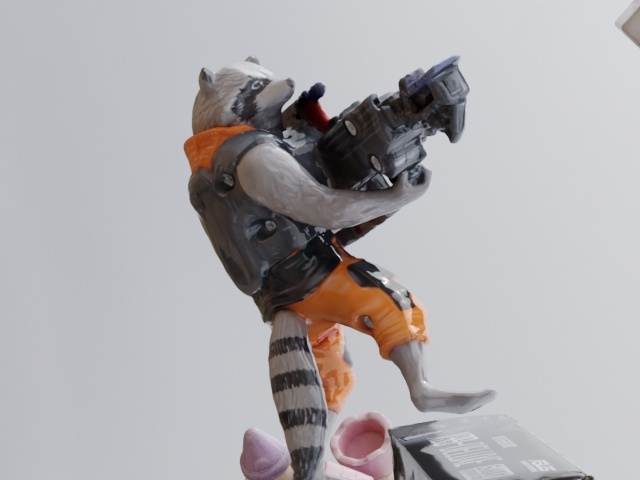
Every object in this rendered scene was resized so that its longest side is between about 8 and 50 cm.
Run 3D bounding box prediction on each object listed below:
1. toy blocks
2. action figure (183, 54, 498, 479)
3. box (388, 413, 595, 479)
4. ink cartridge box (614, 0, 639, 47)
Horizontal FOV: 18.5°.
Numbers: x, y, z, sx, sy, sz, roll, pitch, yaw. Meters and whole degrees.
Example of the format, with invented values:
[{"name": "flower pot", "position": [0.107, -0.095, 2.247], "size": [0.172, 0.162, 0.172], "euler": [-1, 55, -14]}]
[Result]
[{"name": "toy blocks", "position": [0.057, 0.283, 1.876], "size": [0.288, 0.309, 0.260], "euler": [-85, 158, -45]}, {"name": "action figure", "position": [0.000, 0.000, 1.456], "size": [0.330, 0.178, 0.341], "euler": [64, -27, 14]}, {"name": "box", "position": [0.097, 0.258, 1.026], "size": [0.242, 0.076, 0.307], "euler": [-162, -114, -86]}, {"name": "ink cartridge box", "position": [0.365, -0.234, 1.552], "size": [0.117, 0.278, 0.201], "euler": [41, 10, 1]}]
